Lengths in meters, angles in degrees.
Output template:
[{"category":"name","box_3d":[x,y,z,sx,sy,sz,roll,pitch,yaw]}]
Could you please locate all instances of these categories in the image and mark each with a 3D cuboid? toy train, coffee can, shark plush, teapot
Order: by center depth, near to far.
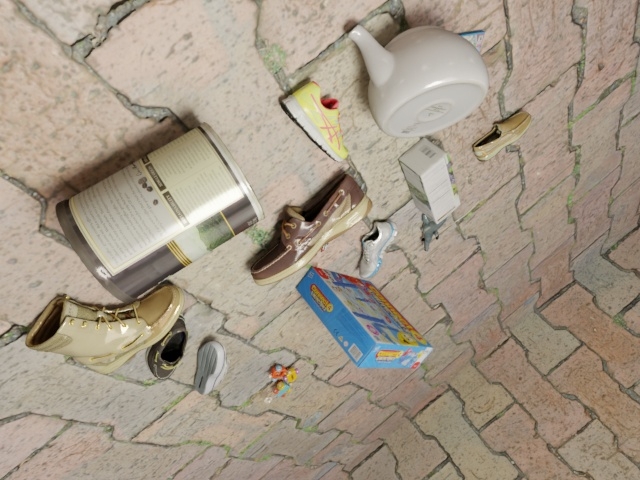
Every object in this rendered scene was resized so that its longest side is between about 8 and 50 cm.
[{"category":"coffee can","box_3d":[-0.266,-0.050,0.801,0.275,0.201,0.201,-33,142,-10]},{"category":"teapot","box_3d":[0.207,-0.340,0.940,0.253,0.186,0.256,-16,165,8]},{"category":"shark plush","box_3d":[0.345,-0.028,1.446,0.073,0.067,0.161,-7,131,-36]},{"category":"toy train","box_3d":[-0.140,0.466,1.548,0.125,0.046,0.166,-4,126,-36]}]

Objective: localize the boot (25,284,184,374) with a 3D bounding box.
[{"category":"boot","box_3d":[-0.436,0.160,0.958,0.262,0.095,0.203,-37,141,3]}]

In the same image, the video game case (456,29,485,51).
[{"category":"video game case","box_3d":[0.320,-0.405,1.096,0.119,0.015,0.166,-20,138,-25]}]

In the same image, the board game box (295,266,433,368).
[{"category":"board game box","box_3d":[0.126,0.222,1.314,0.302,0.308,0.086,18,113,-48]}]

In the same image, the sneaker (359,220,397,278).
[{"category":"sneaker","box_3d":[0.144,0.023,1.338,0.083,0.071,0.190,7,114,-36]}]

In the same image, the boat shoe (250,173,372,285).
[{"category":"boat shoe","box_3d":[-0.043,-0.030,1.102,0.342,0.123,0.123,-36,113,5]}]

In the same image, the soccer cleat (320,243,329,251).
[{"category":"soccer cleat","box_3d":[0.000,0.000,1.219,0.035,0.029,0.083,-45,146,-9]}]

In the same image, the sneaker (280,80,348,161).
[{"category":"sneaker","box_3d":[0.013,-0.240,0.948,0.094,0.081,0.208,-46,142,4]}]

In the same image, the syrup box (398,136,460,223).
[{"category":"syrup box","box_3d":[0.301,-0.157,1.261,0.096,0.093,0.237,-40,142,-1]}]

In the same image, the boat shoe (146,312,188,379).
[{"category":"boat shoe","box_3d":[-0.375,0.274,1.137,0.081,0.068,0.227,-7,131,-36]}]

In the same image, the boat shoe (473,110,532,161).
[{"category":"boat shoe","box_3d":[0.520,-0.309,1.323,0.190,0.068,0.072,-43,131,3]}]

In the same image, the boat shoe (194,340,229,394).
[{"category":"boat shoe","box_3d":[-0.292,0.341,1.280,0.076,0.083,0.226,-20,151,-42]}]
